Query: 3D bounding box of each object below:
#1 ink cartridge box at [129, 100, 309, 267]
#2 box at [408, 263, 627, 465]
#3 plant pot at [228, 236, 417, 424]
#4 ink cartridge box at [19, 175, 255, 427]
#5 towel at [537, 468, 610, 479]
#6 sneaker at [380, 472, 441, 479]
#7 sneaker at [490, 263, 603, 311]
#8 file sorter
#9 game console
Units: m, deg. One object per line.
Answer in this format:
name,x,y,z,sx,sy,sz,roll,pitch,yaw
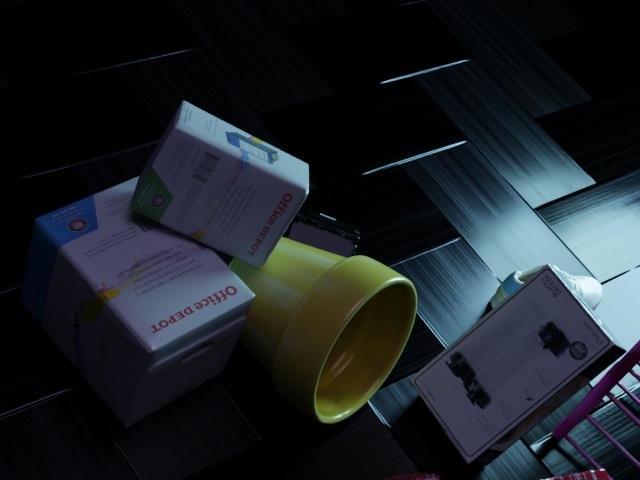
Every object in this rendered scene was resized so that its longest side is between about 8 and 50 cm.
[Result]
ink cartridge box,-0.142,-0.077,1.667,0.212,0.154,0.093,26,28,-14
box,0.301,0.194,1.793,0.169,0.290,0.087,53,13,26
plant pot,-0.020,0.112,1.768,0.239,0.254,0.254,32,43,27
ink cartridge box,-0.271,0.086,1.698,0.198,0.197,0.270,-27,64,-39
towel,0.362,0.454,1.757,0.275,0.031,0.198,-4,54,-24
sneaker,0.067,0.419,1.617,0.299,0.121,0.112,-31,96,-41
sneaker,0.418,0.092,2.069,0.229,0.092,0.087,-4,50,-28
file sorter,0.551,0.247,1.848,0.182,0.290,0.202,44,47,14
game console,0.000,0.000,2.028,0.122,0.071,0.107,21,15,-5
